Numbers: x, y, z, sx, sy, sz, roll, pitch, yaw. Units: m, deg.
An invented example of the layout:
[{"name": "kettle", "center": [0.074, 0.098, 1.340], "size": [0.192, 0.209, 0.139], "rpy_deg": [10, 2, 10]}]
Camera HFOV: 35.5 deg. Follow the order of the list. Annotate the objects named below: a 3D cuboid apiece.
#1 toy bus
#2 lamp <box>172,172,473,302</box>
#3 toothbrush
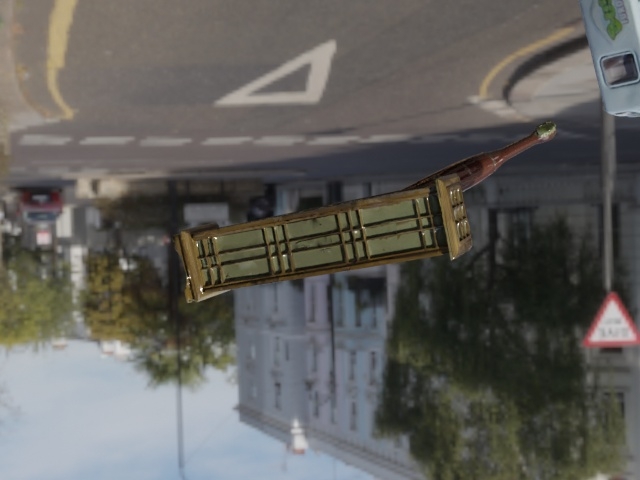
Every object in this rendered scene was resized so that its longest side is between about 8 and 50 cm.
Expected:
[{"name": "toy bus", "center": [0.387, -0.313, 1.250], "size": [0.109, 0.329, 0.136], "rpy_deg": [-8, -167, 46]}, {"name": "lamp", "center": [0.000, 0.000, 1.116], "size": [0.326, 0.089, 0.090], "rpy_deg": [-11, -176, 23]}, {"name": "toothbrush", "center": [0.173, -0.078, 1.286], "size": [0.364, 0.040, 0.041], "rpy_deg": [-26, -169, -25]}]
